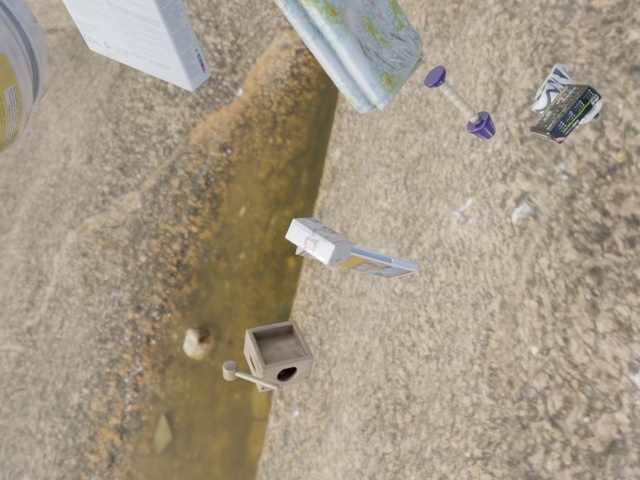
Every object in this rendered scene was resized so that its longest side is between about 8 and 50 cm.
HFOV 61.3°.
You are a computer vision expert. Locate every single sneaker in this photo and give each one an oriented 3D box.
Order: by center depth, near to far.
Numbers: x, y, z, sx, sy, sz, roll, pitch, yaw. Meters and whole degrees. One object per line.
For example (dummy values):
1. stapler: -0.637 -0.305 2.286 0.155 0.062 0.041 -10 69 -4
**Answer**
1. sneaker: 0.630 -0.356 1.358 0.153 0.235 0.094 31 127 7

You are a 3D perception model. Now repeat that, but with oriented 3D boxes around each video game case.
1. video game case: 0.091 0.049 1.439 0.204 0.285 0.025 147 137 -73

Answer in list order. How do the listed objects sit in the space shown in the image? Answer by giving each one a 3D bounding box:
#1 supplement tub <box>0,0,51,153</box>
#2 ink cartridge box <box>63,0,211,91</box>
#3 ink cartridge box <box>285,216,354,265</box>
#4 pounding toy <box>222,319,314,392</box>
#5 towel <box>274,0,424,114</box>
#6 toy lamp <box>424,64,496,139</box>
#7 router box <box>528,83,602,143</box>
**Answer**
1. supplement tub: -0.456 -0.146 0.543 0.241 0.241 0.331 -28 29 30
2. ink cartridge box: -0.388 -0.468 1.019 0.324 0.330 0.071 27 64 24
3. ink cartridge box: 0.000 0.000 1.189 0.122 0.088 0.052 34 111 24
4. pounding toy: -0.127 0.296 1.246 0.181 0.206 0.094 -123 33 -44
5. towel: 0.057 -0.455 1.058 0.090 0.374 0.320 -27 19 39
6. toy lamp: 0.412 -0.388 1.566 0.080 0.275 0.080 -39 32 30
7. router box: 0.498 -0.260 1.105 0.122 0.038 0.092 -51 14 13
